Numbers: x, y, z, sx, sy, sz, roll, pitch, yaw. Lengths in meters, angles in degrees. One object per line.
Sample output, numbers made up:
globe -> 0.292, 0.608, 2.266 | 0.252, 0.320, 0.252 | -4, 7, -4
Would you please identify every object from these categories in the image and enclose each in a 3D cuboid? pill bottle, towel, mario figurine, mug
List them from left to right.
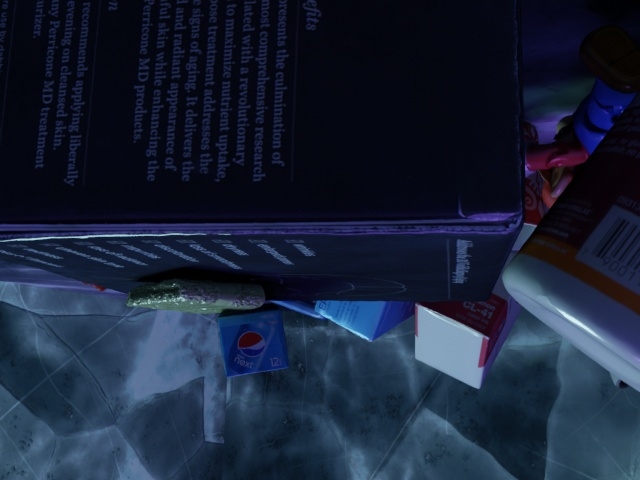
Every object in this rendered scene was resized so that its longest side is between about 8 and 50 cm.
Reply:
towel -> -0.137, 0.060, 0.810 | 0.110, 0.027, 0.148 | 9, 168, -34
mug -> 0.282, -0.088, 1.099 | 0.113, 0.169, 0.150 | 6, 159, -2
mario figurine -> 0.333, -0.151, 0.914 | 0.198, 0.170, 0.320 | 21, 154, 11
pill bottle -> 0.362, -0.056, 0.654 | 0.224, 0.392, 0.224 | 37, 180, 0

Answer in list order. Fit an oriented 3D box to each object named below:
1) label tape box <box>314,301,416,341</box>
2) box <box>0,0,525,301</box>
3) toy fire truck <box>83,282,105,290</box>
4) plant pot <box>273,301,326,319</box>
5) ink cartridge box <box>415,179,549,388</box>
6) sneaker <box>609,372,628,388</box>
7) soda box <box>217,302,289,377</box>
label tape box -> 0.151, -0.011, 1.214 | 0.115, 0.249, 0.348 | 26, -158, 22
box -> -0.046, -0.098, 0.798 | 0.472, 0.297, 0.480 | 1, 170, 10
toy fire truck -> -0.503, -0.040, 1.499 | 0.254, 0.169, 0.302 | 34, 169, 2
plant pot -> 0.000, 0.000, 1.330 | 0.236, 0.235, 0.212 | 19, -176, 32
ink cartridge box -> 0.279, 0.059, 1.246 | 0.131, 0.306, 0.226 | 26, 156, 22
sneaker -> 0.573, 0.183, 1.172 | 0.100, 0.107, 0.272 | 12, 163, -34
soda box -> -0.082, 0.115, 0.906 | 0.071, 0.067, 0.210 | -8, 179, -6
